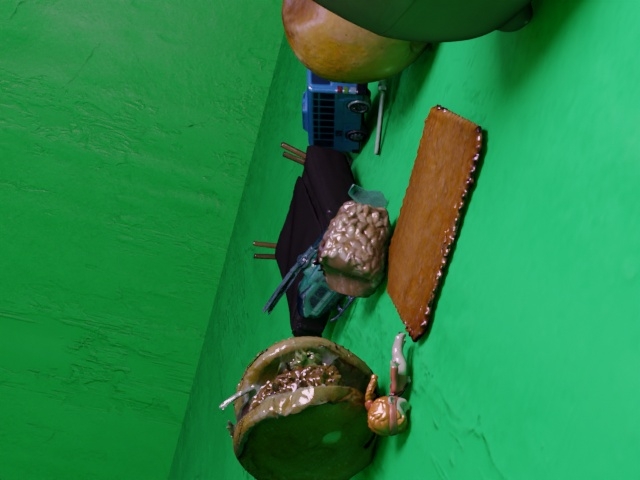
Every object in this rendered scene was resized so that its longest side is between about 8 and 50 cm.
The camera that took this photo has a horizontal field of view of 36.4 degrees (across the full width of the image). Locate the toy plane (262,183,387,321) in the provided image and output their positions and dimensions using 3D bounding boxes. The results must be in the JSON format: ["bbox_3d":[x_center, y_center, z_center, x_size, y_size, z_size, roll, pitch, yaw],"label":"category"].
[{"bbox_3d":[0.018,0.027,1.313,0.235,0.096,0.060,-53,21,20],"label":"toy plane"}]

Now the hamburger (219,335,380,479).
[{"bbox_3d":[-0.021,0.183,1.059,0.113,0.185,0.177,-94,25,-44],"label":"hamburger"}]

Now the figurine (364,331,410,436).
[{"bbox_3d":[0.072,0.147,0.997,0.064,0.047,0.109,81,-162,-57],"label":"figurine"}]

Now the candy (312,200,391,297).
[{"bbox_3d":[0.044,0.010,1.207,0.095,0.085,0.110,82,-155,-59],"label":"candy"}]

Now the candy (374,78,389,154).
[{"bbox_3d":[0.091,-0.219,1.393,0.062,0.058,0.194,7,93,49],"label":"candy"}]

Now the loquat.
[{"bbox_3d":[0.045,-0.302,1.236,0.213,0.213,0.213,-166,90,-80],"label":"loquat"}]

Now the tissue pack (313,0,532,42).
[{"bbox_3d":[0.112,-0.376,0.872,0.267,0.276,0.387,131,150,-54],"label":"tissue pack"}]

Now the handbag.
[{"bbox_3d":[0.000,0.000,1.469,0.247,0.080,0.223,-106,30,-59],"label":"handbag"}]

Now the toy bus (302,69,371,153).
[{"bbox_3d":[0.025,-0.212,1.479,0.185,0.106,0.090,91,-179,-66],"label":"toy bus"}]

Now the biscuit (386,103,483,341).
[{"bbox_3d":[0.117,-0.028,1.070,0.237,0.013,0.232,-112,36,-75],"label":"biscuit"}]

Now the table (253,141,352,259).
[{"bbox_3d":[-0.038,-0.055,1.663,0.121,0.111,0.240,-105,31,-71],"label":"table"}]
